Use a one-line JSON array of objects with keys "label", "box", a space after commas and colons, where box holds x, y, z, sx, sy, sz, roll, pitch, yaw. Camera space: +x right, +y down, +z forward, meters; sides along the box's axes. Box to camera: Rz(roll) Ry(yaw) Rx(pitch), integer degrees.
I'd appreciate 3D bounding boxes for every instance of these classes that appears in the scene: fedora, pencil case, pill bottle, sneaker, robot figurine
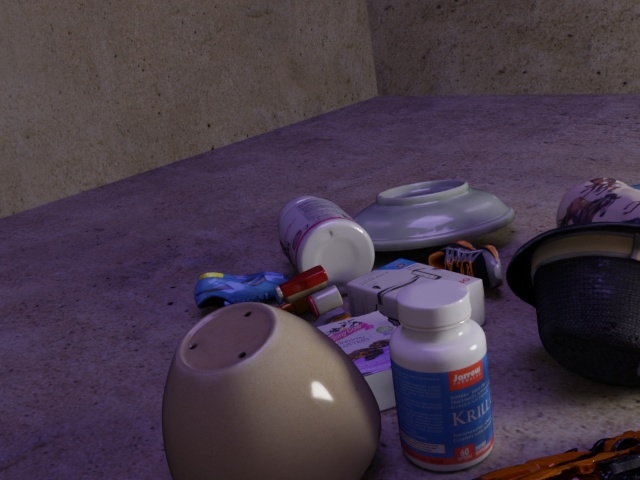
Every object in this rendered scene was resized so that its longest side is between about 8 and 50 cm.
[{"label": "fedora", "box": [0.424, 0.112, 1.093, 0.334, 0.334, 0.152, 1, 57, 26]}, {"label": "pencil case", "box": [0.586, 0.016, 1.335, 0.183, 0.160, 0.410, 30, 8, -23]}, {"label": "pill bottle", "box": [0.153, 0.169, 0.995, 0.124, 0.221, 0.124, -8, 19, 3]}, {"label": "sneaker", "box": [-0.151, 0.111, 1.578, 0.209, 0.069, 0.082, 0, 51, -2]}, {"label": "pill bottle", "box": [0.000, 0.000, 1.662, 0.160, 0.160, 0.283, -12, 18, -11]}, {"label": "sneaker", "box": [0.285, 0.053, 1.514, 0.083, 0.084, 0.215, -13, 8, -15]}, {"label": "robot figurine", "box": [0.257, 0.267, 0.812, 0.291, 0.085, 0.211, -13, -11, -12]}]

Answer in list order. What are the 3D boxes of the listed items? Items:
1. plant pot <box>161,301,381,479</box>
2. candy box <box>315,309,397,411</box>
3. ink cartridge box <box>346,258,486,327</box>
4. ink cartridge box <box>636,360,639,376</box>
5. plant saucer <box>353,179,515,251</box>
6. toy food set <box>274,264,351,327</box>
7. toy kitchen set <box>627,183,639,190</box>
[{"label": "plant pot", "box": [-0.085, 0.191, 0.979, 0.284, 0.191, 0.284, -15, 31, 10]}, {"label": "candy box", "box": [0.056, 0.191, 1.209, 0.164, 0.070, 0.196, -14, 20, -13]}, {"label": "ink cartridge box", "box": [0.169, 0.109, 1.381, 0.148, 0.086, 0.203, -22, 22, -35]}, {"label": "ink cartridge box", "box": [0.522, 0.172, 0.789, 0.371, 0.069, 0.176, 21, -6, 21]}, {"label": "plant saucer", "box": [0.239, -0.072, 1.791, 0.400, 0.101, 0.400, -10, 12, 2]}, {"label": "toy food set", "box": [-0.021, 0.120, 1.407, 0.104, 0.111, 0.232, -24, 21, -7]}, {"label": "toy kitchen set", "box": [0.810, -0.161, 1.763, 0.207, 0.166, 0.122, -10, 19, -5]}]
